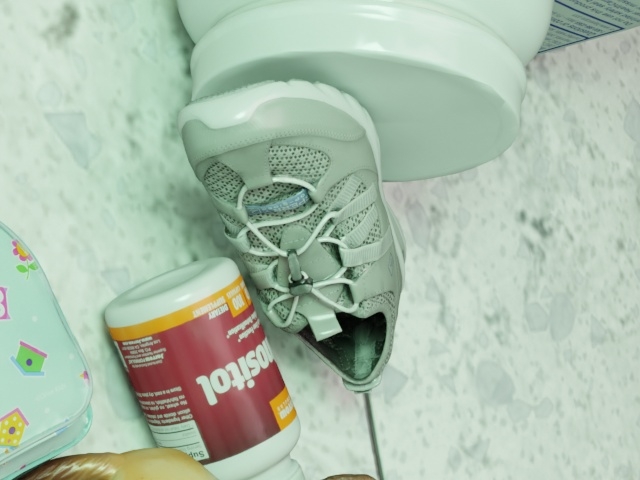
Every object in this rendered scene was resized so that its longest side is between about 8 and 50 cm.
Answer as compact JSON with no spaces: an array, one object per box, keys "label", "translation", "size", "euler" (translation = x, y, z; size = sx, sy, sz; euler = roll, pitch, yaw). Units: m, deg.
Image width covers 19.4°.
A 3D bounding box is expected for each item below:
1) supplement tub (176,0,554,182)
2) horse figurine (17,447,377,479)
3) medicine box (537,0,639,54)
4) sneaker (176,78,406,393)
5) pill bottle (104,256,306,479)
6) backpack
[{"label":"supplement tub","translation":[0.033,-0.227,1.199],"size":[0.241,0.241,0.331],"euler":[25,62,-43]},{"label":"horse figurine","translation":[-0.081,0.179,1.038],"size":[0.263,0.066,0.174],"euler":[28,95,-34]},{"label":"medicine box","translation":[0.192,-0.296,1.362],"size":[0.149,0.289,0.263],"euler":[13,70,-49]},{"label":"sneaker","translation":[0.000,0.000,1.135],"size":[0.281,0.105,0.115],"euler":[51,29,-55]},{"label":"pill bottle","translation":[-0.064,0.093,1.119],"size":[0.086,0.086,0.152],"euler":[-34,106,-48]},{"label":"backpack","translation":[-0.214,0.047,0.912],"size":[0.166,0.144,0.188],"euler":[-29,90,-35]}]
